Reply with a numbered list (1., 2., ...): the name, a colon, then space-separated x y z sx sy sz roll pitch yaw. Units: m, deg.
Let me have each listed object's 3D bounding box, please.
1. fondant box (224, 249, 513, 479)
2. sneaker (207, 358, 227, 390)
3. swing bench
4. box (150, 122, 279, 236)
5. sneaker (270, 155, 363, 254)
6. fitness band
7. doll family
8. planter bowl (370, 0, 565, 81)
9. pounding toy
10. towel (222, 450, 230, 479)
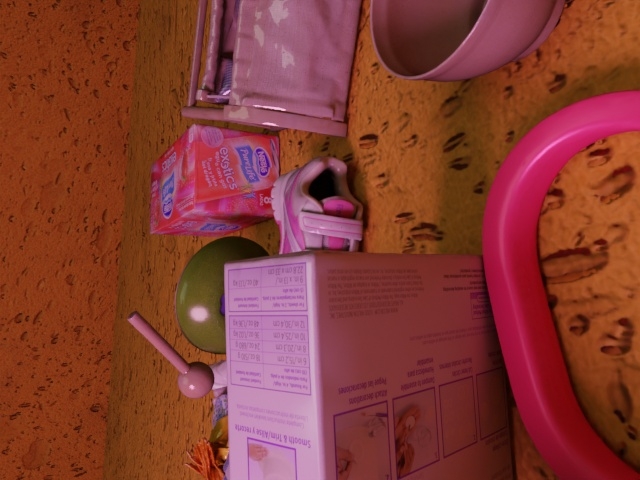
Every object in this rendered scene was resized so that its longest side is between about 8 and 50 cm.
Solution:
1. fondant box: 0.051 0.176 0.415 0.096 0.238 0.331 -9 81 43
2. sneaker: -0.142 0.223 0.966 0.212 0.080 0.094 -6 71 54
3. swing bench: -0.071 -0.286 0.774 0.254 0.165 0.254 22 106 59
4. box: -0.202 -0.094 1.008 0.300 0.154 0.142 -13 77 59
5. sneaker: 0.000 0.000 0.685 0.111 0.102 0.253 -45 51 53
6. fitness band: 0.206 0.039 0.369 0.209 0.054 0.291 -38 54 57
7. doll family: -0.136 0.330 0.815 0.163 0.118 0.263 -99 14 -50
8. planter bowl: 0.131 -0.207 0.460 0.162 0.109 0.162 -11 77 60
9. pounding toy: -0.124 0.106 0.802 0.110 0.237 0.183 10 134 45
10. towel: -0.042 0.212 0.594 0.285 0.034 0.209 -10 60 71
